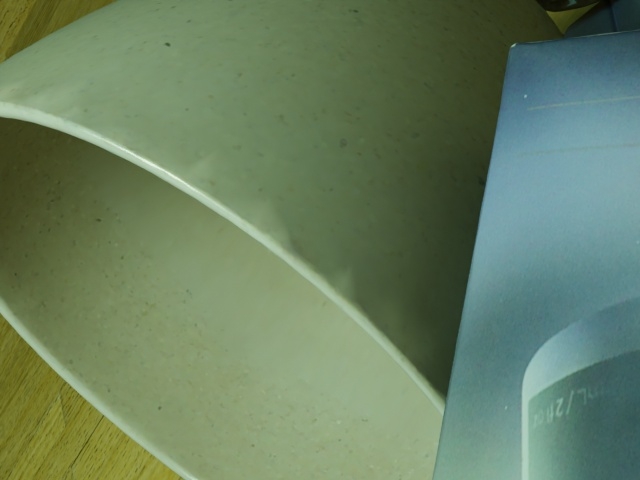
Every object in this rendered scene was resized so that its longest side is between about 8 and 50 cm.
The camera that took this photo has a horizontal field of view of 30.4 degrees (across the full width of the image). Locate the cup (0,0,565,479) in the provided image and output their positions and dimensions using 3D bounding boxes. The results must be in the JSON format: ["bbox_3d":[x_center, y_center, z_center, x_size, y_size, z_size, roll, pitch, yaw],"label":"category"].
[{"bbox_3d":[0.007,-0.016,0.597,0.237,0.331,0.331,-51,21,-28],"label":"cup"}]

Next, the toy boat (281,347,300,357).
[{"bbox_3d":[0.000,0.000,0.796,0.151,0.151,0.231,116,156,-49],"label":"toy boat"}]

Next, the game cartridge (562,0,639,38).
[{"bbox_3d":[0.172,0.022,0.619,0.230,0.068,0.355,-35,43,38],"label":"game cartridge"}]

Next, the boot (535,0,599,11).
[{"bbox_3d":[0.212,-0.287,0.684,0.236,0.089,0.269,-39,30,47],"label":"boot"}]

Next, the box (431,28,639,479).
[{"bbox_3d":[0.195,0.093,0.339,0.296,0.183,0.294,-1,70,40],"label":"box"}]
